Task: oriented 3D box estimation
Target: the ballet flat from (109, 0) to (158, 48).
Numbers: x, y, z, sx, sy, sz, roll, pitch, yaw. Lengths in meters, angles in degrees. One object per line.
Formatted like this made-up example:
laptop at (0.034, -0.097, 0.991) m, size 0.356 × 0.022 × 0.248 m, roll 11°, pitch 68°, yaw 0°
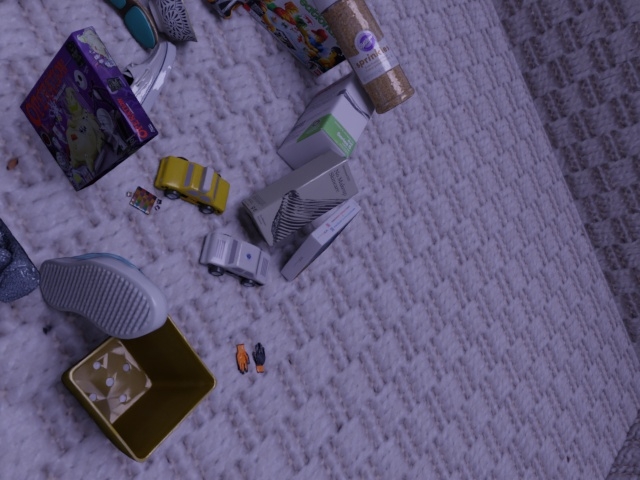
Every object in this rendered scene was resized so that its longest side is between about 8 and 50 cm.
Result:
ballet flat at (-0.443, -0.551, 1.417) m, size 0.206 × 0.073 × 0.067 m, roll 54°, pitch 36°, yaw -21°

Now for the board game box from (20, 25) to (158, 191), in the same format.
board game box at (-0.447, -0.229, 1.133) m, size 0.056 × 0.347 × 0.208 m, roll -34°, pitch 101°, yaw -39°

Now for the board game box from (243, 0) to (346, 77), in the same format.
board game box at (-0.046, -0.613, 1.697) m, size 0.305 × 0.193 × 0.053 m, roll 38°, pitch 56°, yaw -28°

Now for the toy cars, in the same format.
toy cars at (-0.238, -0.046, 1.443) m, size 0.176 × 0.087 × 0.393 m, roll -38°, pitch 104°, yaw -41°

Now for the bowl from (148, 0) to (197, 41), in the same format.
bowl at (-0.365, -0.552, 1.451) m, size 0.080 × 0.170 × 0.170 m, roll -21°, pitch 93°, yaw -6°

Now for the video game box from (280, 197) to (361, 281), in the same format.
video game box at (0.000, 0.000, 1.561) m, size 0.048 × 0.205 × 0.187 m, roll 46°, pitch 51°, yaw 5°

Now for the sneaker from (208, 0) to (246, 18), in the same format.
sneaker at (-0.230, -0.678, 1.638) m, size 0.215 × 0.084 × 0.083 m, roll -52°, pitch 126°, yaw -34°

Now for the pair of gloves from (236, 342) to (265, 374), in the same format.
pair of gloves at (-0.168, 0.287, 1.465) m, size 0.083 × 0.010 × 0.074 m, roll 5°, pitch 75°, yaw -41°

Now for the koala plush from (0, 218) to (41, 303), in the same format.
koala plush at (-0.637, 0.045, 1.032) m, size 0.221 × 0.203 × 0.196 m, roll -37°, pitch 117°, yaw -20°

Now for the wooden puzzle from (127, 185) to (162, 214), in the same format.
wooden puzzle at (-0.402, -0.090, 1.365) m, size 0.083 × 0.006 × 0.049 m, roll 35°, pitch 58°, yaw -30°

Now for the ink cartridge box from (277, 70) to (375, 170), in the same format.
ink cartridge box at (0.028, -0.327, 1.679) m, size 0.115 × 0.198 × 0.272 m, roll 45°, pitch 53°, yaw -23°

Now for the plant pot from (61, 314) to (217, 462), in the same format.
plant pot at (-0.374, 0.273, 1.168) m, size 0.212 × 0.187 × 0.212 m, roll -44°, pitch 108°, yaw -40°

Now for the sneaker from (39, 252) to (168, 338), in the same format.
sneaker at (-0.371, 0.078, 1.112) m, size 0.150 × 0.366 × 0.135 m, roll -16°, pitch 111°, yaw -48°

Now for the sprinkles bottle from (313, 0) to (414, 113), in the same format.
sprinkles bottle at (0.117, -0.517, 1.595) m, size 0.121 × 0.121 × 0.355 m, roll -42°, pitch 105°, yaw -40°

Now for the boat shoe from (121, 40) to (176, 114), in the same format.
boat shoe at (-0.416, -0.360, 1.372) m, size 0.088 × 0.096 × 0.267 m, roll 33°, pitch 69°, yaw -32°

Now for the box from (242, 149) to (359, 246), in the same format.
box at (-0.049, -0.110, 1.523) m, size 0.275 × 0.094 × 0.113 m, roll -33°, pitch 125°, yaw -9°
